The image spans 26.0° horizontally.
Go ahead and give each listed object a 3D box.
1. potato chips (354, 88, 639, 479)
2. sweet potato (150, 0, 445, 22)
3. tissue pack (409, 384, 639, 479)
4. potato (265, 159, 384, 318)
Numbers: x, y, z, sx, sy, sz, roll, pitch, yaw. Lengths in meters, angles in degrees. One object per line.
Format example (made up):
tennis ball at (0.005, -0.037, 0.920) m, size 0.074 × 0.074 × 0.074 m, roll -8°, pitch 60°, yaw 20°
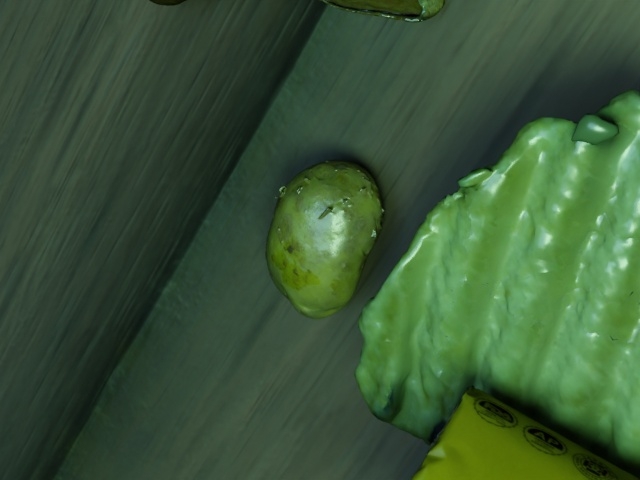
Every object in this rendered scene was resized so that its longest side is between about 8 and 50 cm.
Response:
potato chips at (0.236, 0.077, 0.934) m, size 0.373 × 0.097 × 0.389 m, roll 40°, pitch 118°, yaw 3°
sweet potato at (-0.035, -0.225, 1.091) m, size 0.285 × 0.085 × 0.112 m, roll 11°, pitch 140°, yaw 22°
tissue pack at (0.163, 0.237, 0.874) m, size 0.270 × 0.192 × 0.134 m, roll 28°, pitch 130°, yaw 13°
potato at (0.000, 0.000, 1.110) m, size 0.091 × 0.070 × 0.138 m, roll 33°, pitch 117°, yaw 27°
